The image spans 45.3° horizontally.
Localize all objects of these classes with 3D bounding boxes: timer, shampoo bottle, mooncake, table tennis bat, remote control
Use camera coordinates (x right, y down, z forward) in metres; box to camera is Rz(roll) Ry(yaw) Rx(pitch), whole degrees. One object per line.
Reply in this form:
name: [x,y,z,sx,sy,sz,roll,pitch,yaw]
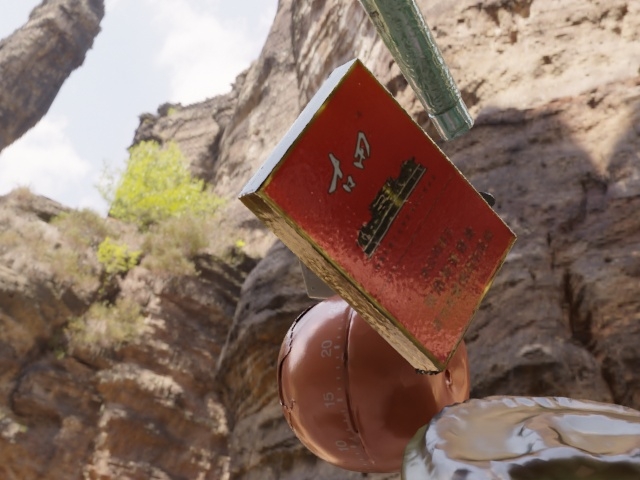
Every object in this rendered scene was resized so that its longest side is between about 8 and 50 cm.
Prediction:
timer: [0.066,0.171,0.955,0.214,0.230,0.230,-5,-41,28]
shampoo bottle: [0.085,-0.180,0.714,0.191,0.041,0.069,56,-15,-21]
mooncake: [0.257,0.286,0.659,0.394,0.246,0.393,-2,15,-40]
table tennis bat: [0.320,-0.068,1.494,0.050,0.007,0.083,-25,-45,28]
remote control: [0.000,0.000,1.131,0.087,0.029,0.190,-1,-65,33]

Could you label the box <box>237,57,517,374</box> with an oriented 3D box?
box: [0.034,-0.010,0.376,0.133,0.090,0.023,45,-27,-20]
